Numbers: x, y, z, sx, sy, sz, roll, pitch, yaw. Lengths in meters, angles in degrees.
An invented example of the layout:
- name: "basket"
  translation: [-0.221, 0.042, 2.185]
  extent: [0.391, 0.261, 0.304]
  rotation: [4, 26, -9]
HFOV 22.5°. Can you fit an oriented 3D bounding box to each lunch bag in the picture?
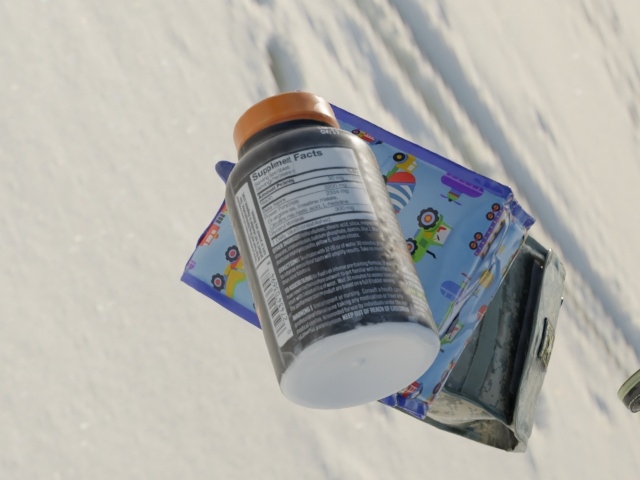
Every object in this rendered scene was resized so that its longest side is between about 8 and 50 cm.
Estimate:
- name: "lunch bag"
  translation: [0.015, -0.003, 1.521]
  extent: [0.293, 0.221, 0.138]
  rotation: [29, -2, 21]
- name: "lunch bag"
  translation: [0.173, 0.100, 1.885]
  extent: [0.287, 0.169, 0.235]
  rotation: [26, 70, -33]

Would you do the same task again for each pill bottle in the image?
- name: "pill bottle"
  translation: [0.000, 0.000, 1.281]
  extent: [0.130, 0.130, 0.245]
  rotation: [35, 32, -52]

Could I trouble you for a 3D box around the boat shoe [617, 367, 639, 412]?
- name: "boat shoe"
  translation: [0.481, 0.165, 2.001]
  extent: [0.073, 0.223, 0.080]
  rotation: [66, 3, 28]
